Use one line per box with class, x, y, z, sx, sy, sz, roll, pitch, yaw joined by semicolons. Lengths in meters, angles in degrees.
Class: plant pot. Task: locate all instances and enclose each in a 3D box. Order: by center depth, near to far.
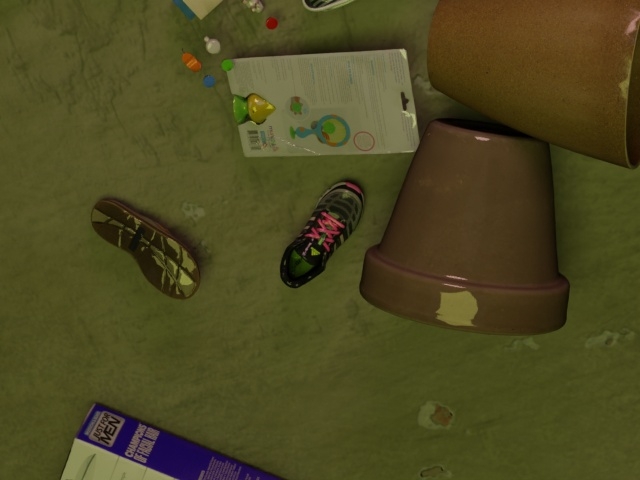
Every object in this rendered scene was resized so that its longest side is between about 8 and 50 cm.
plant pot;0.262;-0.217;1.806;0.254;0.237;0.237;9;116;21
plant pot;0.192;-0.026;1.888;0.263;0.263;0.229;10;100;5

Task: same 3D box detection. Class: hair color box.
hair color box;-0.209;0.389;2.205;0.339;0.110;0.185;22;117;-2

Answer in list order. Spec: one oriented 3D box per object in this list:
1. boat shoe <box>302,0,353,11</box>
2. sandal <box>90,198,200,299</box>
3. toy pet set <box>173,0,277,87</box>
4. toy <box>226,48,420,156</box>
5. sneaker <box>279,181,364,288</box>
boat shoe;0.075;-0.338;1.848;0.226;0.076;0.083;-35;104;22
sandal;-0.230;0.006;2.074;0.180;0.049;0.072;38;110;8
toy pet set;-0.136;-0.278;1.921;0.122;0.065;0.114;-41;117;6
toy;0.007;-0.178;1.943;0.237;0.056;0.137;-2;117;16
sneaker;0.000;0.000;2.012;0.063;0.075;0.170;35;114;-7
